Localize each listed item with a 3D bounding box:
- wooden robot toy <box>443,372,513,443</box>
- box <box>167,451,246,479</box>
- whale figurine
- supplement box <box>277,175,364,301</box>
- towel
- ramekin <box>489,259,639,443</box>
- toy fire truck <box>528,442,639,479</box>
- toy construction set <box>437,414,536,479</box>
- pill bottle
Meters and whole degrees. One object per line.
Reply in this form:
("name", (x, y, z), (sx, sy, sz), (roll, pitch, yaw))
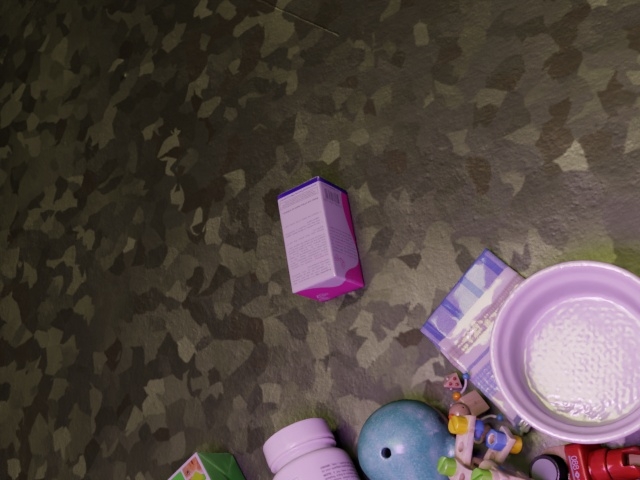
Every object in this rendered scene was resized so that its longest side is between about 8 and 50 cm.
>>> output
("wooden robot toy", (0.252, 0.307, 1.450), (0.173, 0.079, 0.076), (51, 134, 26))
("box", (-0.231, 0.603, 1.688), (0.231, 0.126, 0.262), (-44, 57, 14))
("whale figurine", (0.164, 0.411, 1.455), (0.216, 0.141, 0.272), (-32, 67, 22))
("supplement box", (0.000, 0.000, 1.713), (0.113, 0.111, 0.220), (-24, 63, 28))
("towel", (0.326, 0.172, 1.482), (0.209, 0.034, 0.285), (-52, 54, 10))
("ramekin", (0.416, 0.181, 1.315), (0.277, 0.135, 0.277), (-7, 72, 21))
("toy fire truck", (0.473, 0.404, 1.256), (0.246, 0.158, 0.217), (-25, 62, 38))
("toy construction set", (0.243, 0.456, 1.296), (0.215, 0.151, 0.328), (-141, 55, -67))
("pill bottle", (0.006, 0.482, 1.533), (0.160, 0.160, 0.283), (-39, 58, 20))
